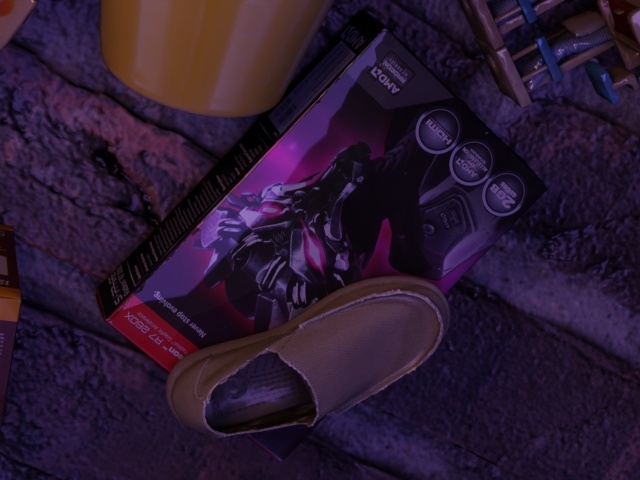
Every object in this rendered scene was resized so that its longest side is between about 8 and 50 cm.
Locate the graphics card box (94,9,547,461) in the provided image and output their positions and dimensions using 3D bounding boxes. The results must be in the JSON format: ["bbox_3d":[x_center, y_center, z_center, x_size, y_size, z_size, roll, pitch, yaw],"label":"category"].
[{"bbox_3d":[0.000,0.000,1.519,0.371,0.094,0.233,-46,112,4],"label":"graphics card box"}]

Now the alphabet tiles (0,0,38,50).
[{"bbox_3d":[-0.323,-0.286,1.287,0.285,0.011,0.342,45,120,1],"label":"alphabet tiles"}]

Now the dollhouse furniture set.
[{"bbox_3d":[0.218,-0.195,1.451,0.129,0.184,0.129,-29,112,-2],"label":"dollhouse furniture set"}]

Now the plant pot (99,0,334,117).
[{"bbox_3d":[-0.080,-0.244,1.351,0.254,0.254,0.239,8,123,-15],"label":"plant pot"}]

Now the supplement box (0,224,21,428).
[{"bbox_3d":[-0.340,0.098,1.422,0.129,0.191,0.194,8,107,-15],"label":"supplement box"}]

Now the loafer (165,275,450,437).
[{"bbox_3d":[-0.004,0.116,1.458,0.268,0.092,0.102,-23,113,-4],"label":"loafer"}]
